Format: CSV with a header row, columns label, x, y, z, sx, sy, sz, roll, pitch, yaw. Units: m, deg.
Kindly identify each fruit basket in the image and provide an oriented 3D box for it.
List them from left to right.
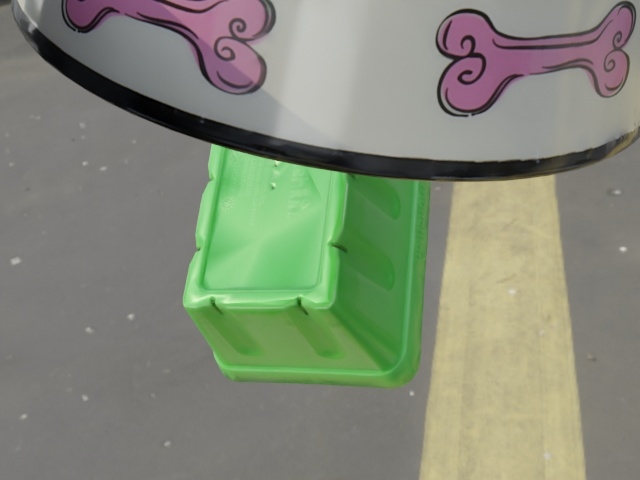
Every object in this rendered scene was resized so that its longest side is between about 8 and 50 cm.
label,x,y,z,sx,sy,sz,roll,pitch,yaw
fruit basket,0.000,0.000,0.948,0.283,0.392,0.392,-2,32,22

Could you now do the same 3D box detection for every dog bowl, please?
label,x,y,z,sx,sy,sz,roll,pitch,yaw
dog bowl,0.025,-0.202,0.472,0.408,0.150,0.408,7,34,-5
